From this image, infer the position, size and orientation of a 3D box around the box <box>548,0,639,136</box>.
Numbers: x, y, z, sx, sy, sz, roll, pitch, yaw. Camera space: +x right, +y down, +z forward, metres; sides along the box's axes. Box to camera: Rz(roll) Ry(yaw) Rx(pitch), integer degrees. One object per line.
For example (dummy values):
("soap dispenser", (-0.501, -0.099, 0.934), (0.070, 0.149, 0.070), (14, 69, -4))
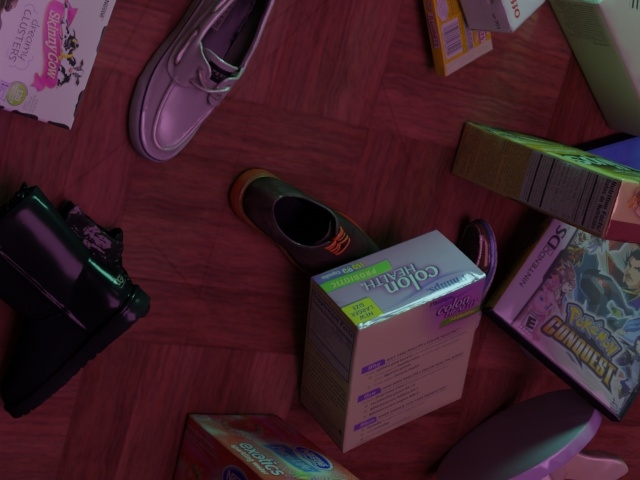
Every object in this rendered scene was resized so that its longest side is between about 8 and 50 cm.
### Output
("box", (0.450, -0.283, 1.850), (0.094, 0.113, 0.275), (-46, 127, -14))

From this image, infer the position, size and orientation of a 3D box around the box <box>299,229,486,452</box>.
("box", (0.095, 0.139, 1.714), (0.213, 0.117, 0.243), (-20, 137, -27))

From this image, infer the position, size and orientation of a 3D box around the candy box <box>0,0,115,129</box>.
("candy box", (-0.343, -0.229, 1.353), (0.196, 0.070, 0.165), (16, 97, -37))

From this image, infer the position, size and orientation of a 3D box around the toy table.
("toy table", (0.337, 0.367, 1.944), (0.274, 0.252, 0.161), (-26, 112, 11))

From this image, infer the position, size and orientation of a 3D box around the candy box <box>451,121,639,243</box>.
("candy box", (0.354, -0.078, 1.728), (0.183, 0.316, 0.088), (6, 104, -36))

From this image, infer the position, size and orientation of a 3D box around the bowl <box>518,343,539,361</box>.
("bowl", (0.375, 0.118, 1.980), (0.142, 0.053, 0.142), (-42, 126, -16))

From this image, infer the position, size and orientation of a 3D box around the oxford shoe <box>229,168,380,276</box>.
("oxford shoe", (0.000, 0.000, 1.652), (0.271, 0.098, 0.097), (29, 89, -38))

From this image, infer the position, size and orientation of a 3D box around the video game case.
("video game case", (0.415, 0.094, 1.879), (0.275, 0.035, 0.248), (40, 74, -10))

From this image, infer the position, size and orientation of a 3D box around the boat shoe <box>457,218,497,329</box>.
("boat shoe", (0.212, 0.057, 1.838), (0.066, 0.066, 0.183), (-3, 108, -32))

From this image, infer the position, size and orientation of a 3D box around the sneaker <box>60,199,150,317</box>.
("sneaker", (-0.259, 0.025, 1.514), (0.170, 0.051, 0.089), (31, 93, -34))

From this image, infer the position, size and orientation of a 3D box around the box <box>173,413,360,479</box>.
("box", (-0.056, 0.347, 1.613), (0.154, 0.300, 0.142), (6, 103, -35))

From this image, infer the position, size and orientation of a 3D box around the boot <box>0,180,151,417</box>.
("boot", (-0.347, 0.069, 1.445), (0.246, 0.094, 0.207), (-40, 104, 24))

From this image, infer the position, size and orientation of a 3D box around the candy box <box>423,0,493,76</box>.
("candy box", (0.181, -0.338, 1.689), (0.105, 0.027, 0.206), (-34, 123, -35))

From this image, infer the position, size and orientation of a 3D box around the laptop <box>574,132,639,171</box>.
("laptop", (0.530, -0.032, 1.976), (0.234, 0.264, 0.136), (-16, 154, -28))

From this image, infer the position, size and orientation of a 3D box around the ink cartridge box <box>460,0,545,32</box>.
("ink cartridge box", (0.265, -0.390, 1.678), (0.190, 0.082, 0.140), (-43, 127, -27))

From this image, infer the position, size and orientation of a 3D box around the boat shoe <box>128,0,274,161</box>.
("boat shoe", (-0.135, -0.210, 1.490), (0.096, 0.088, 0.267), (35, 85, -38))
